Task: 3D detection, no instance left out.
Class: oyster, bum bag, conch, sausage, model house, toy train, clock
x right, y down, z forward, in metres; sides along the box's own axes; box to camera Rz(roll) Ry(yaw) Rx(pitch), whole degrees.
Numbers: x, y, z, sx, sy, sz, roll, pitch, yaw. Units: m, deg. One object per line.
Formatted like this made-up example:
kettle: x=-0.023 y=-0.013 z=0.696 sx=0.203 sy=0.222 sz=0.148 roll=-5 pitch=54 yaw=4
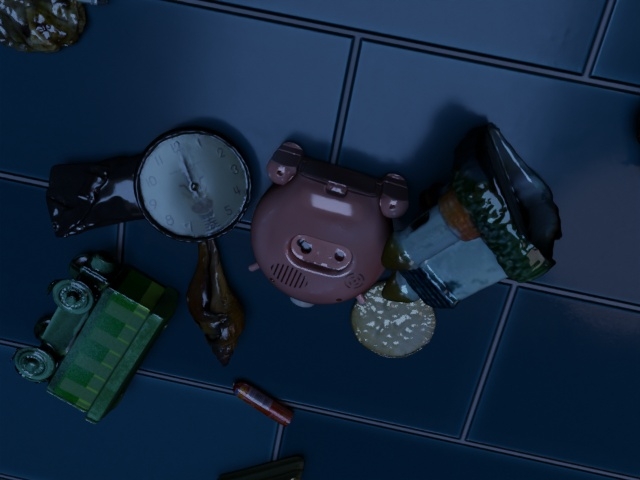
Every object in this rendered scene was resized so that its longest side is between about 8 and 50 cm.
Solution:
oyster: x=-0.520 y=-0.353 z=0.906 sx=0.346 sy=0.078 sz=0.128 roll=9 pitch=120 yaw=0
bum bag: x=-0.316 y=-0.077 z=0.979 sx=0.249 sy=0.060 sz=0.123 roll=-11 pitch=101 yaw=-5
conch: x=-0.186 y=0.098 z=1.033 sx=0.080 sy=0.086 sz=0.232 roll=-16 pitch=105 yaw=31
sausage: x=-0.110 y=0.296 z=1.125 sx=0.130 sy=0.034 sz=0.034 roll=33 pitch=111 yaw=-7
model house: x=0.179 y=-0.003 z=0.880 sx=0.184 sy=0.253 sz=0.291 roll=46 pitch=120 yaw=-8
toy train: x=-0.391 y=0.159 z=1.060 sx=0.203 sy=0.120 sz=0.300 roll=32 pitch=111 yaw=-10
clock: x=0.000 y=0.000 z=0.945 sx=0.227 sy=0.142 sz=0.241 roll=18 pitch=115 yaw=0
clock: x=-0.196 y=-0.084 z=0.949 sx=0.185 sy=0.040 sz=0.184 roll=-3 pitch=102 yaw=-14

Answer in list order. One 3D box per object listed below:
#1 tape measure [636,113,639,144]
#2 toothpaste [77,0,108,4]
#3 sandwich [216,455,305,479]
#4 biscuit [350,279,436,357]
tape measure: x=0.521 y=-0.155 z=0.856 sx=0.146 sy=0.081 sz=0.125 roll=-9 pitch=113 yaw=9
toothpaste: x=-0.324 y=-0.422 z=0.866 sx=0.034 sy=0.046 sz=0.164 roll=8 pitch=111 yaw=-1
sandwich: x=-0.119 y=0.454 z=1.165 sx=0.164 sy=0.079 sz=0.113 roll=14 pitch=110 yaw=3
biscuit: x=0.124 y=0.136 z=1.045 sx=0.152 sy=0.020 sz=0.151 roll=2 pitch=111 yaw=5
